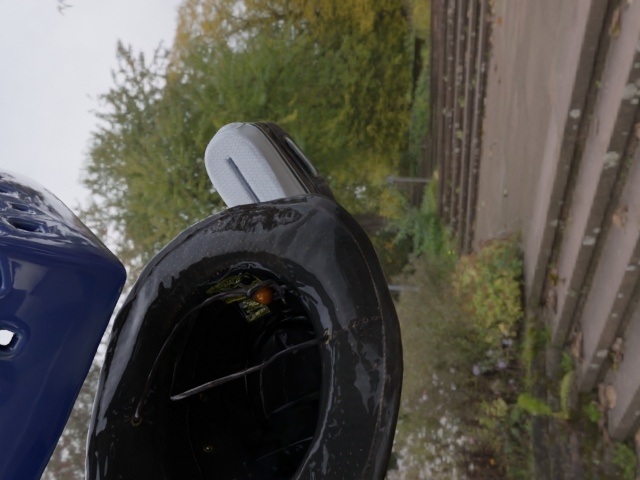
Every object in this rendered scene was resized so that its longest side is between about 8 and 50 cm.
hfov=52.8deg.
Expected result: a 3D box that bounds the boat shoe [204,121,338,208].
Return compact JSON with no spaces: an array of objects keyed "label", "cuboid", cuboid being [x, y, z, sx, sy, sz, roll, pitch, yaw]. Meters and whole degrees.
[{"label":"boat shoe","cuboid":[0.000,0.000,0.757,0.119,0.121,0.335,-37,-80,-50]}]

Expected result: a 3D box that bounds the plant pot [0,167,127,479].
[{"label":"plant pot","cuboid":[-0.299,0.058,0.415,0.212,0.236,0.236,21,-85,-42]}]

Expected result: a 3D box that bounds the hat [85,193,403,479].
[{"label":"hat","cuboid":[-0.046,0.131,0.520,0.134,0.331,0.331,41,-130,-46]}]
